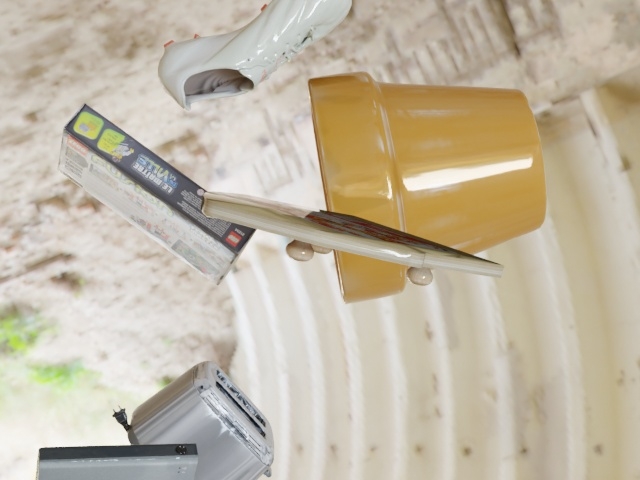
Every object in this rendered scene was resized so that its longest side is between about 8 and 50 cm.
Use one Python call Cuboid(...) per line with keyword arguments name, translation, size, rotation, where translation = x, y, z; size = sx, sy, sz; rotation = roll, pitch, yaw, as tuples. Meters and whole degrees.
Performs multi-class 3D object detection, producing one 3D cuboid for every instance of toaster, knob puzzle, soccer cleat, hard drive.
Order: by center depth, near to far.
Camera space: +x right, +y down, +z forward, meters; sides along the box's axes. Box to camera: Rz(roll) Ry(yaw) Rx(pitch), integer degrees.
Cuboid(name="knob puzzle", translation=(0.000, 0.000, 0.804), size=(0.213, 0.030, 0.213), rotation=(14, -174, -1))
Cuboid(name="hard drive", translation=(-0.181, 0.214, 1.022), size=(0.135, 0.022, 0.094), rotation=(2, 131, -17))
Cuboid(name="soccer cleat", translation=(-0.054, -0.176, 1.080), size=(0.196, 0.076, 0.068), rotation=(-25, 143, -5))
Cuboid(name="toaster", translation=(-0.169, 0.275, 1.668), size=(0.146, 0.227, 0.129), rotation=(-39, -167, 7))

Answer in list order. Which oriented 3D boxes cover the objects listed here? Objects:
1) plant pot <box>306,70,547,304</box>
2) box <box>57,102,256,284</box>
Cuboid(name="plant pot", translation=(0.096, -0.058, 1.048), size=(0.188, 0.205, 0.205), rotation=(-9, -179, 0))
Cuboid(name="box", translation=(-0.166, -0.042, 1.166), size=(0.036, 0.207, 0.114), rotation=(-55, -178, -24))
